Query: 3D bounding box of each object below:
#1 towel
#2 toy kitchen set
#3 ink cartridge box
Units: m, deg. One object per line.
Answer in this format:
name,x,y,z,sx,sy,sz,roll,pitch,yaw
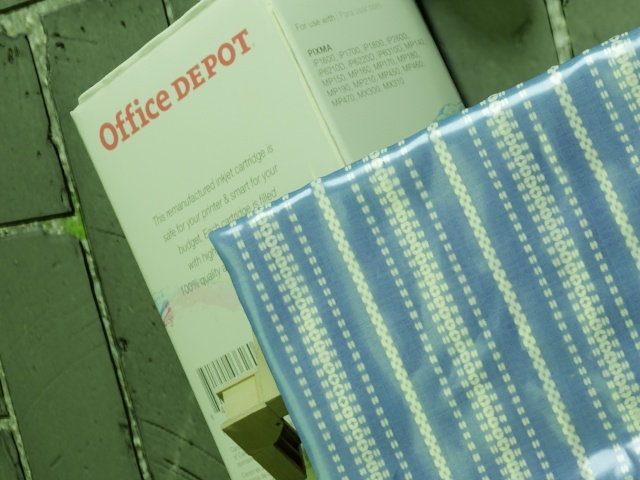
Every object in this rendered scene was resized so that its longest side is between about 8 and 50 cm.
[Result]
towel,0.131,0.036,0.941,0.336,0.040,0.243,-25,84,13
toy kitchen set,-0.010,0.086,1.049,0.083,0.075,0.068,-28,42,14
ink cartridge box,0.000,0.000,1.115,0.226,0.131,0.306,-27,84,47
